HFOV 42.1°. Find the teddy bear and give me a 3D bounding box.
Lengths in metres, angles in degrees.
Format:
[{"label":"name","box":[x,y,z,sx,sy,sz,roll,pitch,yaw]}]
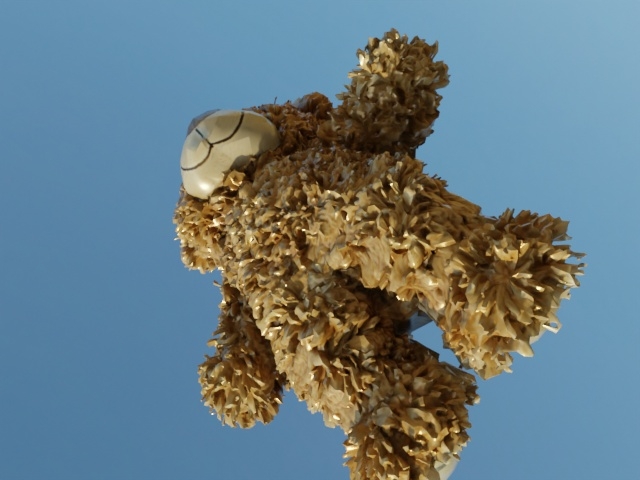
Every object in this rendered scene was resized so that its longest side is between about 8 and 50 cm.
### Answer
[{"label":"teddy bear","box":[0.000,0.000,0.491,0.113,0.245,0.338,15,-145,-35]}]
